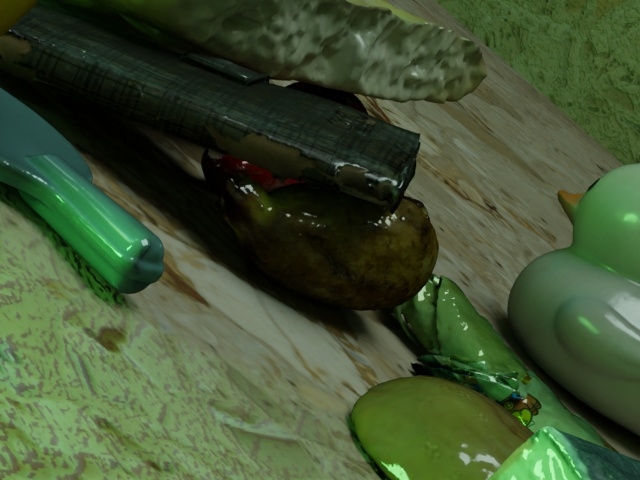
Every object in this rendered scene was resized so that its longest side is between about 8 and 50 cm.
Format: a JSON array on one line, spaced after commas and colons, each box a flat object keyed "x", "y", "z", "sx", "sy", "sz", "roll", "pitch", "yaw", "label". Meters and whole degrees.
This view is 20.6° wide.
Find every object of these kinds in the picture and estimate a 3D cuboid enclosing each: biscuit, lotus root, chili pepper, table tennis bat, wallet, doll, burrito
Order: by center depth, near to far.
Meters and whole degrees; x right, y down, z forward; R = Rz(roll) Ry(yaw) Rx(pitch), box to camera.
[{"x": -0.176, "y": -0.048, "z": 1.034, "sx": 0.237, "sy": 0.038, "sz": 0.149, "roll": 40, "pitch": 11, "yaw": 27, "label": "table tennis bat"}, {"x": 0.000, "y": 0.000, "z": 1.228, "sx": 0.108, "sy": 0.095, "sz": 0.190, "roll": -8, "pitch": -11, "yaw": 44, "label": "lotus root"}, {"x": -0.083, "y": -0.101, "z": 1.240, "sx": 0.317, "sy": 0.044, "sz": 0.169, "roll": 19, "pitch": 15, "yaw": 4, "label": "wallet"}, {"x": 0.132, "y": 0.113, "z": 1.265, "sx": 0.104, "sy": 0.054, "sz": 0.288, "roll": 16, "pitch": 26, "yaw": -53, "label": "burrito"}, {"x": -0.015, "y": -0.087, "z": 1.485, "sx": 0.137, "sy": 0.092, "sz": 0.368, "roll": 24, "pitch": 11, "yaw": -3, "label": "chili pepper"}, {"x": -0.128, "y": -0.225, "z": 1.487, "sx": 0.446, "sy": 0.104, "sz": 0.429, "roll": 26, "pitch": 12, "yaw": 23, "label": "biscuit"}, {"x": 0.291, "y": 0.048, "z": 1.558, "sx": 0.251, "sy": 0.221, "sz": 0.221, "roll": 45, "pitch": 15, "yaw": 26, "label": "doll"}]

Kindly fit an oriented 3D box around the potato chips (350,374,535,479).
[{"x": 0.117, "y": 0.149, "z": 1.079, "sx": 0.195, "sy": 0.062, "sz": 0.208, "roll": 31, "pitch": 13, "yaw": -36, "label": "potato chips"}]

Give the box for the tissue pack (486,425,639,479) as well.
[{"x": 0.234, "y": 0.239, "z": 0.953, "sx": 0.315, "sy": 0.103, "sz": 0.228, "roll": 25, "pitch": 28, "yaw": -41, "label": "tissue pack"}]

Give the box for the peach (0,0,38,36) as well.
[{"x": -0.254, "y": -0.245, "z": 0.981, "sx": 0.289, "sy": 0.289, "sz": 0.308, "roll": 32, "pitch": -8, "yaw": -24, "label": "peach"}]
